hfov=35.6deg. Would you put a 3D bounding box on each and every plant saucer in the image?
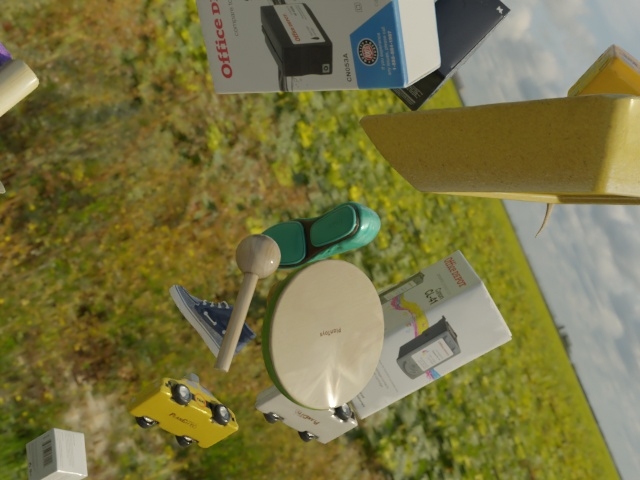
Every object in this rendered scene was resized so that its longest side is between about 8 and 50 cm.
[{"bbox_3d":[0.262,-0.080,1.008,0.333,0.333,0.081,2,90,-37],"label":"plant saucer"}]

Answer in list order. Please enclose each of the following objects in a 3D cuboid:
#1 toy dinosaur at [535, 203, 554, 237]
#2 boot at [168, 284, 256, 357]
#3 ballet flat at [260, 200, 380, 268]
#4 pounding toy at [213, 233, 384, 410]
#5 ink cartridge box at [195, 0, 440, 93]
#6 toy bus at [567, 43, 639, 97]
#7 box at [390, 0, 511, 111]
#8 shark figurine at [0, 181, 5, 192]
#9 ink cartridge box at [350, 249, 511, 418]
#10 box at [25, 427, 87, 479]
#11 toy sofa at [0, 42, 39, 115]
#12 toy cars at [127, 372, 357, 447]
[{"bbox_3d":[0.423,-0.096,1.814,0.092,0.053,0.183,22,78,-65],"label":"toy dinosaur"},{"bbox_3d":[-0.206,0.141,1.911,0.190,0.086,0.069,50,-1,17],"label":"boot"},{"bbox_3d":[0.000,0.000,1.607,0.087,0.247,0.083,13,67,-43],"label":"ballet flat"},{"bbox_3d":[-0.041,0.103,1.219,0.237,0.110,0.183,26,74,-38],"label":"pounding toy"},{"bbox_3d":[-0.011,-0.323,1.352,0.129,0.307,0.223,-40,127,-51],"label":"ink cartridge box"},{"bbox_3d":[0.538,-0.154,1.523,0.333,0.108,0.130,38,27,-5],"label":"toy bus"},{"bbox_3d":[0.182,-0.297,1.505,0.093,0.156,0.158,44,-17,0],"label":"box"},{"bbox_3d":[-0.486,0.006,1.265,0.166,0.116,0.278,8,77,-73],"label":"shark figurine"},{"bbox_3d":[0.167,0.165,1.820,0.131,0.306,0.226,59,5,-14],"label":"ink cartridge box"},{"bbox_3d":[-0.571,0.474,2.154,0.087,0.102,0.101,24,43,-47],"label":"box"},{"bbox_3d":[-0.386,-0.217,0.744,0.362,0.150,0.177,54,-18,-24],"label":"toy sofa"},{"bbox_3d":[-0.127,0.271,1.683,0.176,0.394,0.087,104,-19,-46],"label":"toy cars"}]
